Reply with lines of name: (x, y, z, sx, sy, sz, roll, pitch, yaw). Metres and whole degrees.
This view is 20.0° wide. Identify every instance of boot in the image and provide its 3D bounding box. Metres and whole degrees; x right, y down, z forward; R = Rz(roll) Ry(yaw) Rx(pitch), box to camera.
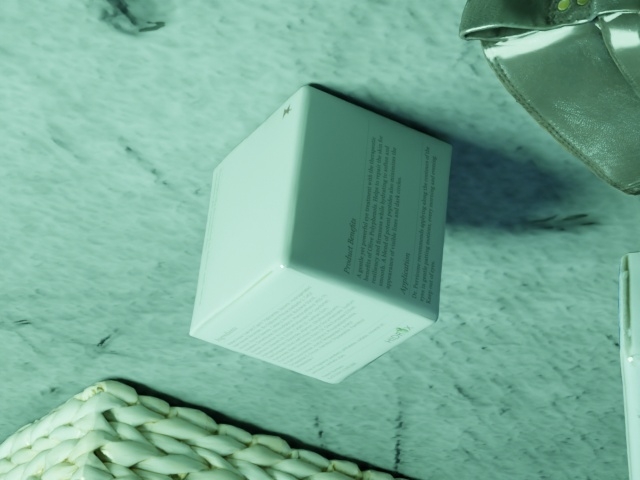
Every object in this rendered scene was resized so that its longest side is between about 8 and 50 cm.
boot: (0.217, -0.065, 0.753, 0.263, 0.091, 0.229, 33, 145, -28)

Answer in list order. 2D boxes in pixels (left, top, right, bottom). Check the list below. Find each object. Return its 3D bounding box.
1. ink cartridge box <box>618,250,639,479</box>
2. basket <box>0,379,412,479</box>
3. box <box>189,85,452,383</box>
ink cartridge box: (0.315, 0.107, 0.875, 0.330, 0.071, 0.324, -2, 147, 10)
basket: (-0.116, 0.295, 1.269, 0.328, 0.266, 0.331, 22, 148, -27)
box: (0.000, 0.000, 0.881, 0.087, 0.101, 0.102, 21, 148, -23)
